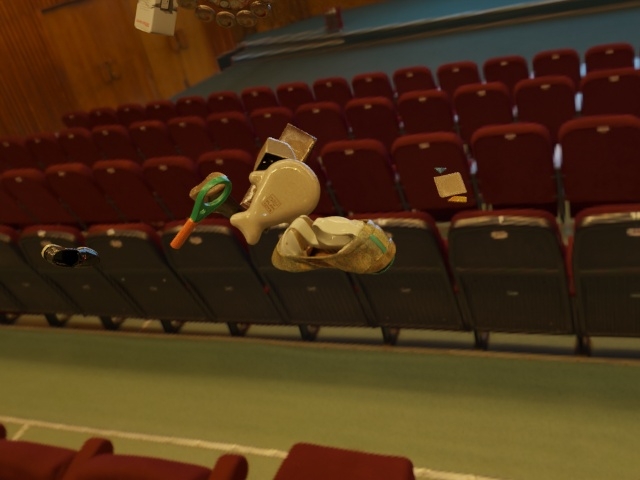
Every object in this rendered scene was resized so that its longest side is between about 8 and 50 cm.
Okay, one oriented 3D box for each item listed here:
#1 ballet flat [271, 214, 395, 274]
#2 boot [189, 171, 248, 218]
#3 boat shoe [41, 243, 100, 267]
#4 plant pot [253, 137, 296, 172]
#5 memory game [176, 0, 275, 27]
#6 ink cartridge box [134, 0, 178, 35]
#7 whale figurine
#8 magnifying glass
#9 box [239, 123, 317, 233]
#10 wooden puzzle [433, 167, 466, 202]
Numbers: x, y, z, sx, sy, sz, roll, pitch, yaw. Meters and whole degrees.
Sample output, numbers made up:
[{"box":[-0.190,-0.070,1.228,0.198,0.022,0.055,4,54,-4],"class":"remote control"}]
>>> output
[{"box":[0.000,0.000,1.361,0.348,0.123,0.123,2,32,48],"class":"ballet flat"},{"box":[-0.317,-0.142,2.310,0.248,0.207,0.090,-13,53,54],"class":"boot"},{"box":[-0.522,0.039,1.419,0.042,0.049,0.133,26,6,34],"class":"boat shoe"},{"box":[-0.146,-0.262,2.128,0.109,0.109,0.096,15,47,-23],"class":"plant pot"},{"box":[-0.165,-0.419,1.124,0.186,0.186,0.012,-3,66,22],"class":"memory game"},{"box":[-0.391,-0.577,1.610,0.063,0.150,0.109,-1,23,-37],"class":"ink cartridge box"},{"box":[-0.126,-0.108,1.909,0.272,0.216,0.141,-43,0,-2],"class":"whale figurine"},{"box":[-0.307,-0.070,1.704,0.026,0.231,0.092,48,17,22],"class":"magnifying glass"},{"box":[-0.166,-0.236,2.574,0.381,0.143,0.191,-60,1,-16],"class":"box"},{"box":[0.337,-0.142,1.740,0.078,0.014,0.116,-4,58,0],"class":"wooden puzzle"}]
